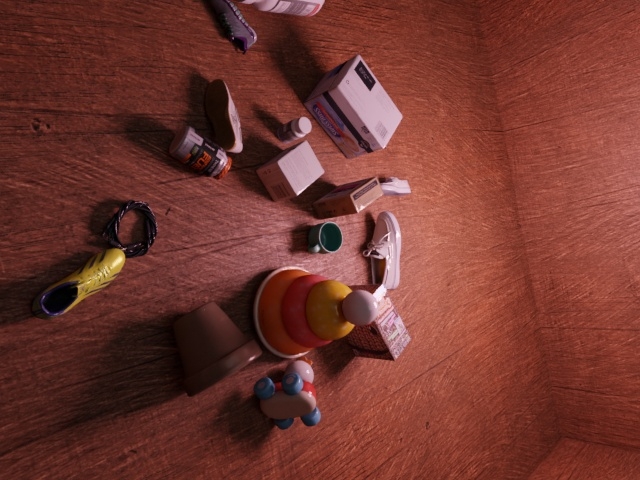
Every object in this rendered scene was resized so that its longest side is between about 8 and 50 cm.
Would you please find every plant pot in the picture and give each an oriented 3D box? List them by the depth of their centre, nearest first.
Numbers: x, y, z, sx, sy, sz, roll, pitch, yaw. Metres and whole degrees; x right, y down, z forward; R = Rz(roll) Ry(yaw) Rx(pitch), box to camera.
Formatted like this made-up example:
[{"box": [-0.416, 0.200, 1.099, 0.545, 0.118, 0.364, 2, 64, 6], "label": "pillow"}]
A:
[{"box": [-0.356, 0.332, 1.512, 0.263, 0.263, 0.229, -27, 83, -40], "label": "plant pot"}]

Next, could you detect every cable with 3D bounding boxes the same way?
[{"box": [-0.578, -0.039, 1.472, 0.150, 0.047, 0.185, 42, 58, -29], "label": "cable"}]

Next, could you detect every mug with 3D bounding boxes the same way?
[{"box": [0.003, -0.009, 1.945, 0.157, 0.097, 0.130, 1, 84, -41], "label": "mug"}]

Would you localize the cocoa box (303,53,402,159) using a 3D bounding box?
[{"box": [0.145, -0.572, 2.061, 0.347, 0.227, 0.232, 46, 57, -27], "label": "cocoa box"}]

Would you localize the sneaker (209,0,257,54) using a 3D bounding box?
[{"box": [-0.338, -0.812, 1.772, 0.223, 0.083, 0.098, 40, 65, -31], "label": "sneaker"}]

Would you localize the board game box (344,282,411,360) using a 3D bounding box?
[{"box": [0.204, 0.341, 1.983, 0.141, 0.232, 0.291, -41, 110, -37], "label": "board game box"}]

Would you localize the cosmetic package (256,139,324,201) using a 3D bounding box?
[{"box": [-0.117, -0.269, 1.840, 0.184, 0.151, 0.152, -45, 113, -37], "label": "cosmetic package"}]

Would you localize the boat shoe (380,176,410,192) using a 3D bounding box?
[{"box": [0.347, -0.267, 2.299, 0.258, 0.095, 0.085, -1, 81, -52], "label": "boat shoe"}]

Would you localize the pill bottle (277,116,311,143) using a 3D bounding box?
[{"box": [-0.104, -0.443, 1.885, 0.078, 0.137, 0.078, 7, 79, -41], "label": "pill bottle"}]

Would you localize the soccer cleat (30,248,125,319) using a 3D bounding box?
[{"box": [-0.663, 0.120, 1.324, 0.289, 0.121, 0.094, -42, 111, -37], "label": "soccer cleat"}]

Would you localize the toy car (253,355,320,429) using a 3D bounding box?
[{"box": [-0.107, 0.531, 1.751, 0.238, 0.210, 0.219, -78, 149, -55], "label": "toy car"}]

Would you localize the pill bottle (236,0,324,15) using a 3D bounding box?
[{"box": [-0.167, -1.016, 1.863, 0.362, 0.210, 0.211, -17, 95, -42], "label": "pill bottle"}]

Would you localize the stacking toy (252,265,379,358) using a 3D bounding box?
[{"box": [0.018, 0.254, 1.666, 0.350, 0.479, 0.351, 6, 80, -40], "label": "stacking toy"}]

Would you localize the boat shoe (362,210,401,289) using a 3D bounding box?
[{"box": [0.269, 0.051, 2.162, 0.156, 0.135, 0.368, -4, 97, -39], "label": "boat shoe"}]

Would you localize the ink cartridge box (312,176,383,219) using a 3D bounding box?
[{"box": [0.113, -0.175, 1.973, 0.193, 0.234, 0.088, -38, 110, -39], "label": "ink cartridge box"}]

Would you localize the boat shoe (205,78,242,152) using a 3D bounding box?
[{"box": [-0.344, -0.446, 1.715, 0.096, 0.098, 0.278, 12, 64, -70], "label": "boat shoe"}]

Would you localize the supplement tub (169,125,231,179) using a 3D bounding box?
[{"box": [-0.407, -0.294, 1.612, 0.190, 0.116, 0.117, 32, 64, -33], "label": "supplement tub"}]
